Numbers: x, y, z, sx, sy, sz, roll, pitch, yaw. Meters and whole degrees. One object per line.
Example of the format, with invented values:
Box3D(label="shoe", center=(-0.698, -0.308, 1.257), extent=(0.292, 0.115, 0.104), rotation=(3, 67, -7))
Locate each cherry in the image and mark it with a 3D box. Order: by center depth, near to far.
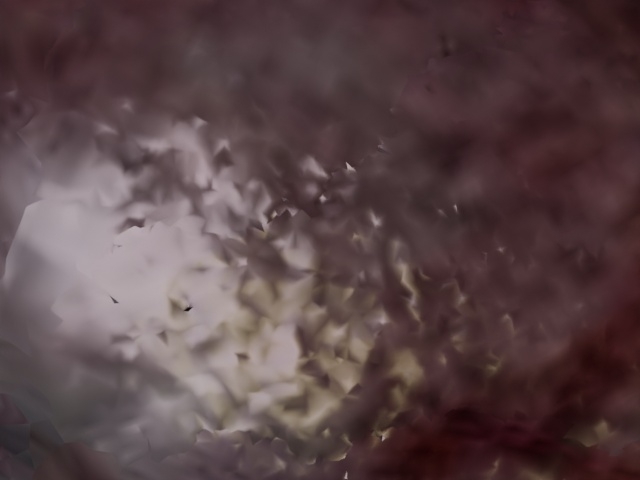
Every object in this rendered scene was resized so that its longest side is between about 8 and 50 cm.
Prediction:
Box3D(label="cherry", center=(0.000, 0.000, 0.421), extent=(0.300, 0.203, 0.230), rotation=(5, 110, 19))
